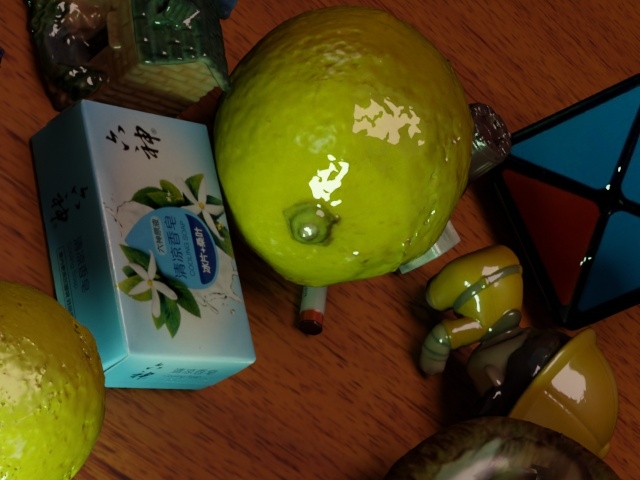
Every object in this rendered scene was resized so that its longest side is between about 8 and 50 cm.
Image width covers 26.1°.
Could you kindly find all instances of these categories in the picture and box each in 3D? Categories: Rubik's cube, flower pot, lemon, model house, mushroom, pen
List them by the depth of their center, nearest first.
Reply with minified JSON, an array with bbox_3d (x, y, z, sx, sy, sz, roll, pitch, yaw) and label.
[{"bbox_3d":[-0.235,0.109,0.943,0.173,0.173,0.206,58,25,-5],"label":"lemon"},{"bbox_3d":[0.157,0.297,1.233,0.263,0.195,0.283,14,24,1],"label":"mushroom"},{"bbox_3d":[-0.151,-0.215,1.243,0.166,0.172,0.183,16,56,-45],"label":"model house"},{"bbox_3d":[0.020,-0.092,1.299,0.260,0.260,0.284,61,19,0],"label":"lemon"},{"bbox_3d":[0.000,0.000,1.403,0.026,0.026,0.218,34,45,-31],"label":"pen"},{"bbox_3d":[0.166,-0.112,1.614,0.111,0.089,0.111,27,49,-37],"label":"flower pot"},{"bbox_3d":[0.384,-0.053,1.686,0.250,0.248,0.246,-10,76,-59],"label":"Rubik's cube"}]

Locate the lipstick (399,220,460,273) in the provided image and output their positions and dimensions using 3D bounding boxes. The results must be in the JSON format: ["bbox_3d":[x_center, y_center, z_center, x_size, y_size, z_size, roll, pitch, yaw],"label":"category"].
[{"bbox_3d":[0.058,-0.091,1.485,0.079,0.077,0.253,-29,92,-53],"label":"lipstick"}]

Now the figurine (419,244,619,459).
[{"bbox_3d":[0.209,0.129,1.453,0.192,0.167,0.256,-25,85,-39],"label":"figurine"}]

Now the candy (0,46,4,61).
[{"bbox_3d":[-0.328,-0.057,1.028,0.088,0.061,0.312,42,42,-26],"label":"candy"}]

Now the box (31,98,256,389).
[{"bbox_3d":[-0.151,0.007,1.177,0.143,0.083,0.232,8,63,-46],"label":"box"}]
